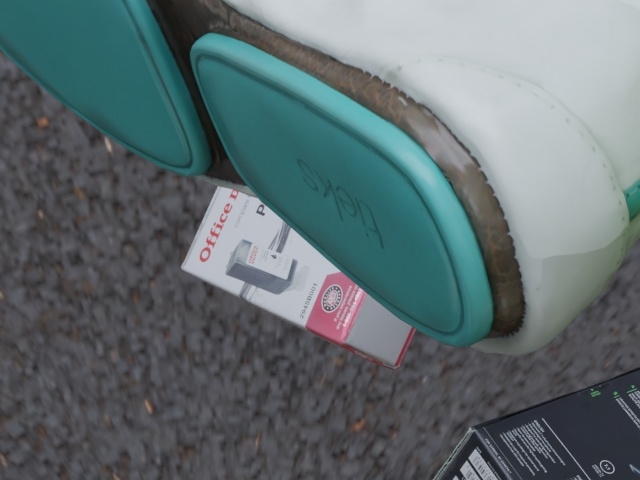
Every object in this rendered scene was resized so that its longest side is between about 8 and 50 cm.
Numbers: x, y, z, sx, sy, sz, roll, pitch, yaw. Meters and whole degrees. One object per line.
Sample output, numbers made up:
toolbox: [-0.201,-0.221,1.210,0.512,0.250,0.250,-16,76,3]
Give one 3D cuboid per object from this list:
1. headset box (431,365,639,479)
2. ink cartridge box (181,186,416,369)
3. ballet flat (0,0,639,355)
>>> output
headset box: [0.264,0.242,1.504,0.283,0.131,0.246,-16,58,-37]
ink cartridge box: [0.000,0.000,1.663,0.218,0.092,0.159,23,88,43]
ballet flat: [-0.011,-0.081,0.665,0.139,0.139,0.400,-42,39,-12]
